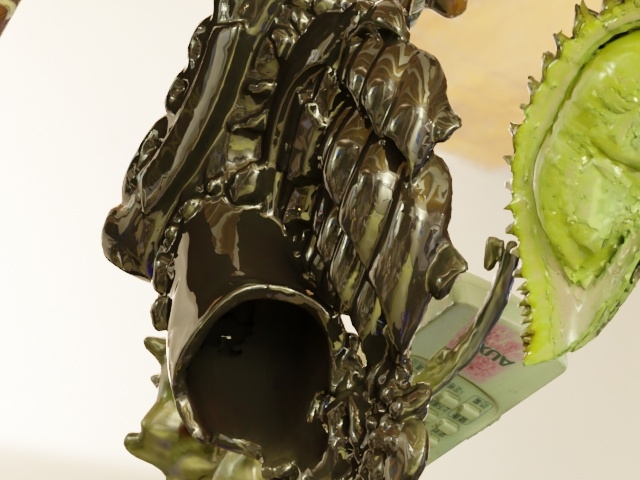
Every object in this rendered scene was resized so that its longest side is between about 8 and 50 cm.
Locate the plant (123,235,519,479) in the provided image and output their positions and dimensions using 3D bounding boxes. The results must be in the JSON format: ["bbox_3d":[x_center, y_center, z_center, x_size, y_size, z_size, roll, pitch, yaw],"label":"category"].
[{"bbox_3d":[0.029,0.142,1.313,0.333,0.251,0.180,-5,20,-25],"label":"plant"}]

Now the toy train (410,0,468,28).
[{"bbox_3d":[0.044,-0.321,1.783,0.163,0.232,0.369,-25,-11,-13],"label":"toy train"}]

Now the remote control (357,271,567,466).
[{"bbox_3d":[0.055,0.154,1.591,0.145,0.050,0.344,31,-54,-30],"label":"remote control"}]

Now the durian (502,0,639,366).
[{"bbox_3d":[0.237,-0.075,1.200,0.158,0.169,0.352,12,-55,-28],"label":"durian"}]

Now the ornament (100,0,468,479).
[{"bbox_3d":[0.000,0.000,0.869,0.106,0.251,0.260,14,24,-29],"label":"ornament"}]

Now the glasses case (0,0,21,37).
[{"bbox_3d":[-0.204,-0.201,1.011,0.122,0.321,0.082,30,-11,-18],"label":"glasses case"}]
